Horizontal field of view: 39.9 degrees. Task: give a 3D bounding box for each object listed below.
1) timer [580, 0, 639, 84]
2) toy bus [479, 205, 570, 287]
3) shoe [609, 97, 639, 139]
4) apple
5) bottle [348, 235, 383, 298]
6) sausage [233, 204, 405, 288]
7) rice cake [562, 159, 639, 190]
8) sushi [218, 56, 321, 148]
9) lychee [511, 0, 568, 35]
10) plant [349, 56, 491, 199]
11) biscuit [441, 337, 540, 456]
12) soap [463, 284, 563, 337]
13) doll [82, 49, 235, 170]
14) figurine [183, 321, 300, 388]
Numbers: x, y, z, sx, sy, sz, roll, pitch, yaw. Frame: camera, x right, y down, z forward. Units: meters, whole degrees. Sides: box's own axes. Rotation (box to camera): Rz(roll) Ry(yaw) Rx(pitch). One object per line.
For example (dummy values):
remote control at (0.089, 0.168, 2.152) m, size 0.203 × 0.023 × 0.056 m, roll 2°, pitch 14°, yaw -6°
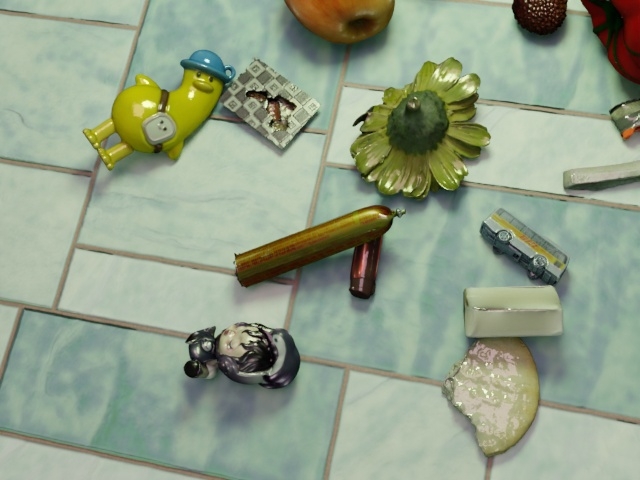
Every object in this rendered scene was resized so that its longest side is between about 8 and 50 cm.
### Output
timer at (0.680, -0.500, 1.743) m, size 0.279 × 0.378 × 0.378 m, roll -26°, pitch 70°, yaw 6°
toy bus at (0.412, 0.013, 1.779) m, size 0.190 × 0.064 × 0.075 m, roll 36°, pitch 68°, yaw 17°
shoe at (0.704, -0.263, 1.829) m, size 0.194 × 0.074 × 0.077 m, roll -12°, pitch 82°, yaw 6°
apple at (0.041, -0.554, 1.926) m, size 0.242 × 0.242 × 0.241 m, roll -28°, pitch 72°, yaw -2°
bottle at (0.095, 0.038, 1.815) m, size 0.060 × 0.060 × 0.164 m, roll 7°, pitch 73°, yaw 10°
sausage at (0.000, 0.000, 1.792) m, size 0.371 × 0.082 × 0.082 m, roll -20°, pitch 70°, yaw 13°
rice cake at (0.603, -0.137, 1.815) m, size 0.206 × 0.036 × 0.047 m, roll -9°, pitch 59°, yaw 5°
sushi at (-0.114, -0.304, 1.970) m, size 0.201 × 0.031 × 0.139 m, roll 39°, pitch 81°, yaw 14°
lychee at (0.477, -0.511, 1.915) m, size 0.123 × 0.123 × 0.129 m, roll -26°, pitch 104°, yaw -2°
plant at (0.176, -0.242, 1.831) m, size 0.261 × 0.297 × 0.306 m, roll 5°, pitch 87°, yaw 41°
biscuit at (0.330, 0.284, 1.710) m, size 0.188 × 0.040 × 0.265 m, roll 1°, pitch 72°, yaw 6°
soap at (0.370, 0.135, 1.707) m, size 0.183 × 0.121 × 0.064 m, roll -1°, pitch 109°, yaw 8°
doll at (-0.340, -0.287, 1.952) m, size 0.363 × 0.145 × 0.199 m, roll -34°, pitch 106°, yaw -13°
figurine at (-0.151, 0.235, 1.750) m, size 0.222 × 0.145 × 0.145 m, roll -5°, pitch 71°, yaw 16°
